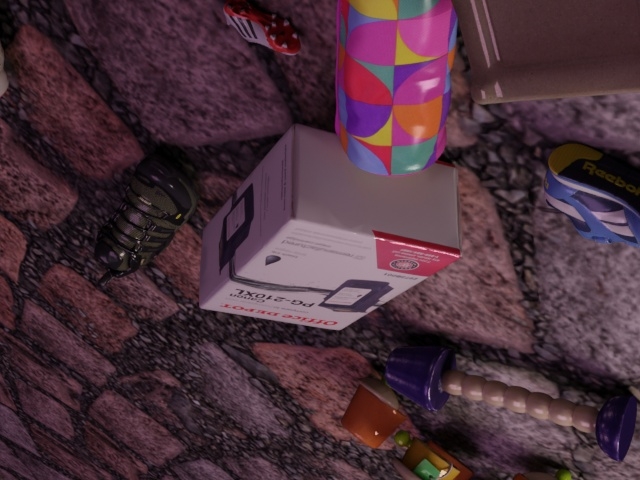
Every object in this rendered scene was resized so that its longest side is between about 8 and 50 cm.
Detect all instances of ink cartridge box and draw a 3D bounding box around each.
[{"bbox_3d":[0.000,0.000,0.857,0.171,0.100,0.237,12,153,-23],"label":"ink cartridge box"}]

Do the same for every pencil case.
[{"bbox_3d":[0.055,-0.159,0.678,0.104,0.104,0.236,20,143,21],"label":"pencil case"}]

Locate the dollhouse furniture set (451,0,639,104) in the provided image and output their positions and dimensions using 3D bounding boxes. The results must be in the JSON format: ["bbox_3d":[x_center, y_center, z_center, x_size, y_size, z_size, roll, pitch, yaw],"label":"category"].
[{"bbox_3d":[0.217,-0.192,0.495,0.301,0.151,0.198,6,121,49],"label":"dollhouse furniture set"}]

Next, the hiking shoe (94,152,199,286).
[{"bbox_3d":[-0.219,-0.014,1.078,0.086,0.114,0.227,34,146,1],"label":"hiking shoe"}]

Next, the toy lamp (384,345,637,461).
[{"bbox_3d":[0.201,0.171,0.974,0.274,0.080,0.080,9,138,32],"label":"toy lamp"}]

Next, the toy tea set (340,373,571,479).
[{"bbox_3d":[0.187,0.278,1.121,0.336,0.124,0.200,37,176,-8],"label":"toy tea set"}]

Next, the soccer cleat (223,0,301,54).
[{"bbox_3d":[-0.053,-0.190,0.798,0.083,0.029,0.036,33,155,9],"label":"soccer cleat"}]

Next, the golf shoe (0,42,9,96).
[{"bbox_3d":[-0.496,-0.277,1.020,0.306,0.115,0.140,27,136,0],"label":"golf shoe"}]

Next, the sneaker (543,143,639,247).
[{"bbox_3d":[0.247,-0.023,0.719,0.144,0.053,0.059,35,147,17],"label":"sneaker"}]
